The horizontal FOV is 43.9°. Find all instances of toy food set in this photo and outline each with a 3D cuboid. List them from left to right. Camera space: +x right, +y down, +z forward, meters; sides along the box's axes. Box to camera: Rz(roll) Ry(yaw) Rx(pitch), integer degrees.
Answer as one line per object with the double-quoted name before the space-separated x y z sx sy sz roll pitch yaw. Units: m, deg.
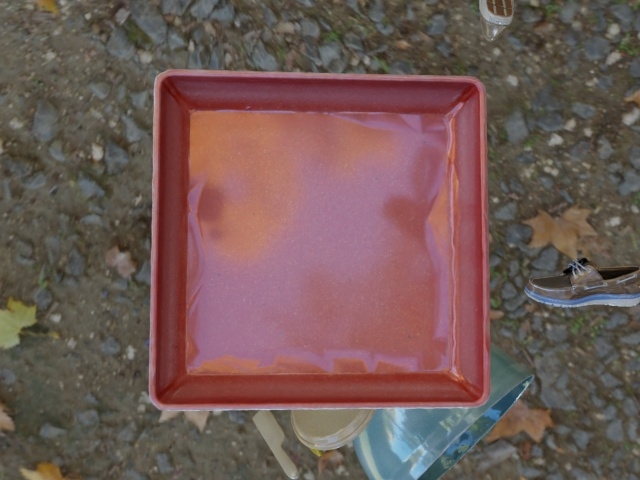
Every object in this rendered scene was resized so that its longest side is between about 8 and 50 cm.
"toy food set" 0.020 0.191 0.944 0.192 0.132 0.038 -42 128 0

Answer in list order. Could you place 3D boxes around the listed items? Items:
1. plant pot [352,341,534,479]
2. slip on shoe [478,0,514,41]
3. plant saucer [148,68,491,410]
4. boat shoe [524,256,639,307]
"plant pot" 0.152 0.237 1.210 0.293 0.293 0.196 -48 68 10
"slip on shoe" 0.229 -0.310 1.032 0.051 0.135 0.041 9 139 0
"plant saucer" 0.000 0.000 0.626 0.259 0.048 0.258 0 86 -5
"boat shoe" 0.409 0.061 1.234 0.183 0.066 0.066 -1 112 -6
